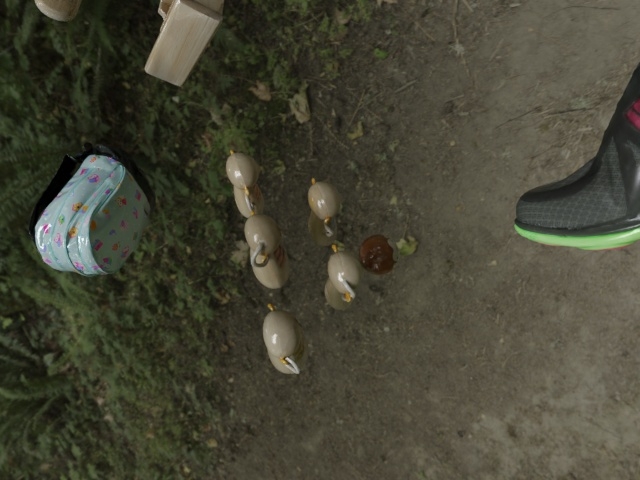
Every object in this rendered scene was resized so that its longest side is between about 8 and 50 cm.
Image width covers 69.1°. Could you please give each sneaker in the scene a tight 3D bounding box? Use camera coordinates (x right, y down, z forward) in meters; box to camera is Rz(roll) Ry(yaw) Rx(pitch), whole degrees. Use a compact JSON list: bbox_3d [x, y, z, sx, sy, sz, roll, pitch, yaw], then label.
[{"bbox_3d":[0.418,-0.142,0.515,0.202,0.185,0.483,57,139,7],"label":"sneaker"}]

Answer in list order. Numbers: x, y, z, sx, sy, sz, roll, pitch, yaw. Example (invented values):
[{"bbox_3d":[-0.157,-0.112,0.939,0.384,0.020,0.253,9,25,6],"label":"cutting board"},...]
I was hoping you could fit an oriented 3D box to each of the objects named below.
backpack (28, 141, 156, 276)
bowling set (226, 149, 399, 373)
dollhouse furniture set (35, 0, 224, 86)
[{"bbox_3d":[-0.324,-0.036,0.678,0.115,0.182,0.152,3,138,20],"label":"backpack"},{"bbox_3d":[0.000,0.000,0.566,0.154,0.200,0.287,90,161,-67],"label":"bowling set"},{"bbox_3d":[-0.348,-0.450,0.686,0.362,0.394,0.256,-29,53,50],"label":"dollhouse furniture set"}]
